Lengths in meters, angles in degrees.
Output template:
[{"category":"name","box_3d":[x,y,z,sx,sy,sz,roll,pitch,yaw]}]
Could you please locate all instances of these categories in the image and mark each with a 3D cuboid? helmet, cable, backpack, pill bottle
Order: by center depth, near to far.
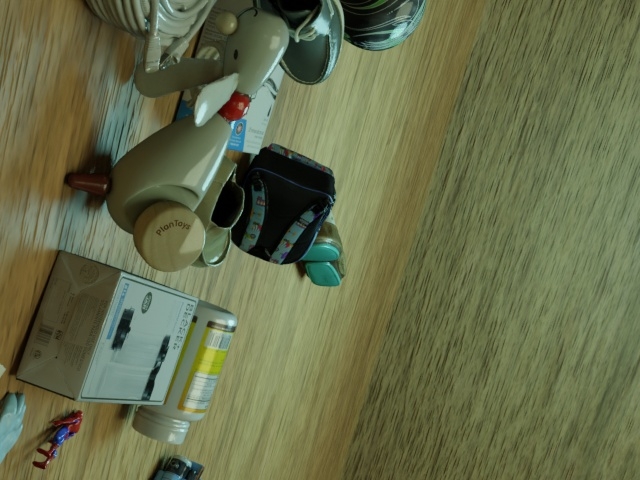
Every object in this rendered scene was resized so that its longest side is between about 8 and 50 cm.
[{"category":"cable","box_3d":[-0.167,-0.346,1.144,0.257,0.089,0.257,91,23,-48]},{"category":"pill bottle","box_3d":[-0.215,0.198,1.603,0.117,0.117,0.215,22,88,-75]},{"category":"backpack","box_3d":[-0.069,-0.052,1.748,0.117,0.158,0.173,-80,-167,-55]},{"category":"helmet","box_3d":[0.105,-0.422,1.860,0.169,0.161,0.169,20,90,-75]}]

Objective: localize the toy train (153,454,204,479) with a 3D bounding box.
[{"category":"toy train","box_3d":[-0.268,0.460,1.828,0.105,0.080,0.184,78,35,-53]}]

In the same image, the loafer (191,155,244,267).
[{"category":"loafer","box_3d":[-0.161,-0.039,1.539,0.268,0.092,0.102,86,28,-57]}]

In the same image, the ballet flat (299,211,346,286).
[{"category":"ballet flat","box_3d":[0.000,0.000,2.165,0.342,0.116,0.124,59,32,-71]}]

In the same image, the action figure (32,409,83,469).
[{"category":"action figure","box_3d":[-0.346,0.258,1.389,0.115,0.030,0.038,-51,161,-64]}]

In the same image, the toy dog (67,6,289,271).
[{"category":"toy dog","box_3d":[-0.182,-0.136,1.241,0.161,0.220,0.334,25,78,-37]}]

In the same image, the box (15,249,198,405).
[{"category":"box","box_3d":[-0.267,0.122,1.366,0.290,0.087,0.169,43,64,-74]}]

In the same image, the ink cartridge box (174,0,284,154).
[{"category":"ink cartridge box","box_3d":[-0.116,-0.233,1.467,0.148,0.085,0.203,-5,114,-73]}]

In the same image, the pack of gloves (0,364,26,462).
[{"category":"pack of gloves","box_3d":[-0.397,0.255,1.170,0.195,0.046,0.232,82,31,-59]}]

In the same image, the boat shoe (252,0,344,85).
[{"category":"boat shoe","box_3d":[-0.041,-0.296,1.283,0.319,0.116,0.099,80,18,-52]}]

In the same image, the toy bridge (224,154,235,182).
[{"category":"toy bridge","box_3d":[-0.156,-0.077,1.639,0.188,0.026,0.063,92,22,-50]}]
